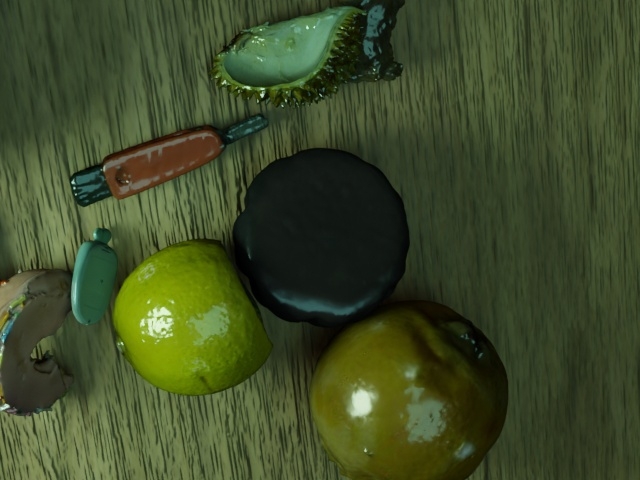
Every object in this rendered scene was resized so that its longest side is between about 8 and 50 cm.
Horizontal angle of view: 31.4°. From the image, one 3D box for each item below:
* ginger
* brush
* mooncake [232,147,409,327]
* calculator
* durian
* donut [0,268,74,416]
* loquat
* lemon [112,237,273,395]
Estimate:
[{"bbox_3d":[0.073,-0.388,1.769,0.122,0.084,0.290,-8,108,-4],"label":"ginger"},{"bbox_3d":[-0.230,-0.131,1.755,0.323,0.051,0.070,-24,108,-12],"label":"brush"},{"bbox_3d":[0.000,0.000,1.791,0.282,0.141,0.283,2,78,-10],"label":"mooncake"},{"bbox_3d":[-0.346,0.054,1.745,0.095,0.021,0.153,33,66,-63],"label":"calculator"},{"bbox_3d":[-0.041,-0.271,1.744,0.252,0.144,0.139,-11,82,12],"label":"durian"},{"bbox_3d":[-0.446,0.152,1.707,0.199,0.085,0.233,-7,111,-63],"label":"donut"},{"bbox_3d":[0.143,0.255,1.845,0.328,0.328,0.329,-5,106,-17],"label":"loquat"},{"bbox_3d":[-0.205,0.126,1.736,0.219,0.240,0.241,-25,111,-4],"label":"lemon"}]
